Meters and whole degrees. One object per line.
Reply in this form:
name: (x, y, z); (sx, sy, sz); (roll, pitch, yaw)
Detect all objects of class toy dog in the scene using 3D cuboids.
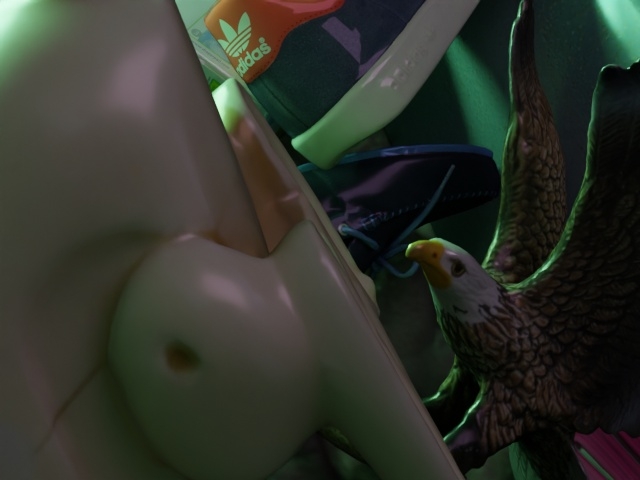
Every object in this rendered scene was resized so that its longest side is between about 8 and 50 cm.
toy dog: (-0.187, 0.076, 0.910); (0.408, 0.395, 0.284); (-32, 37, 3)

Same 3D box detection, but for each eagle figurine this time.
eagle figurine: (0.127, 0.026, 1.130); (0.226, 0.225, 0.298); (35, 87, 13)

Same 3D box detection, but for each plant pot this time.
plant pot: (0.229, -0.093, 1.355); (0.248, 0.252, 0.247); (-2, 52, -28)

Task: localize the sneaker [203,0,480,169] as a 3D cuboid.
sneaker: (0.041, -0.204, 1.282); (0.148, 0.131, 0.350); (43, 44, -9)

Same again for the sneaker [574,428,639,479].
sneaker: (0.244, 0.123, 1.274); (0.252, 0.111, 0.103); (-20, 57, -13)

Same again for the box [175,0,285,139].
box: (-0.049, -0.134, 1.350); (0.103, 0.114, 0.203); (37, 44, 4)

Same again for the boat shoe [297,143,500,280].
boat shoe: (0.000, 0.000, 1.278); (0.258, 0.109, 0.089); (-13, 78, -13)
